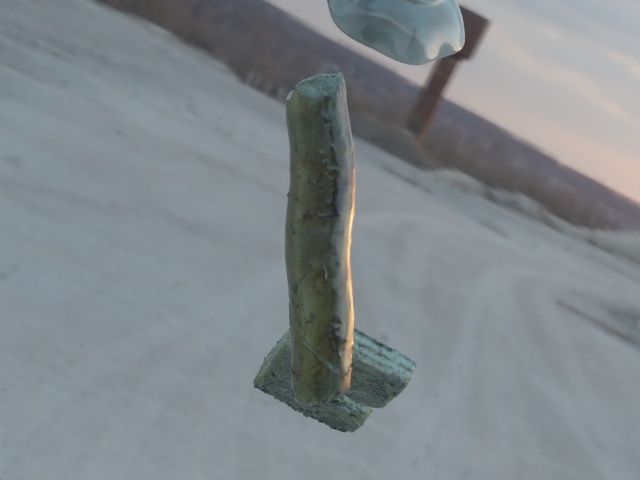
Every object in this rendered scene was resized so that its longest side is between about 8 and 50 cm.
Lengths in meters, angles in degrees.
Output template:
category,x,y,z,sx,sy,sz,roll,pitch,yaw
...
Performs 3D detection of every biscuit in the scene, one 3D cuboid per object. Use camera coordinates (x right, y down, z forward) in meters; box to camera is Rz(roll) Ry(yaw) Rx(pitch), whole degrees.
category,x,y,z,sx,sy,sz,roll,pitch,yaw
biscuit,0.013,0.158,1.585,0.147,0.046,0.250,29,-26,-4

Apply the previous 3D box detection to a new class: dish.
category,x,y,z,sx,sy,sz,roll,pitch,yaw
dish,0.097,-0.297,1.618,0.190,0.066,0.191,13,47,-14

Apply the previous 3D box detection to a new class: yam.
category,x,y,z,sx,sy,sz,roll,pitch,yaw
yam,0.000,0.000,1.284,0.067,0.318,0.071,0,12,4
